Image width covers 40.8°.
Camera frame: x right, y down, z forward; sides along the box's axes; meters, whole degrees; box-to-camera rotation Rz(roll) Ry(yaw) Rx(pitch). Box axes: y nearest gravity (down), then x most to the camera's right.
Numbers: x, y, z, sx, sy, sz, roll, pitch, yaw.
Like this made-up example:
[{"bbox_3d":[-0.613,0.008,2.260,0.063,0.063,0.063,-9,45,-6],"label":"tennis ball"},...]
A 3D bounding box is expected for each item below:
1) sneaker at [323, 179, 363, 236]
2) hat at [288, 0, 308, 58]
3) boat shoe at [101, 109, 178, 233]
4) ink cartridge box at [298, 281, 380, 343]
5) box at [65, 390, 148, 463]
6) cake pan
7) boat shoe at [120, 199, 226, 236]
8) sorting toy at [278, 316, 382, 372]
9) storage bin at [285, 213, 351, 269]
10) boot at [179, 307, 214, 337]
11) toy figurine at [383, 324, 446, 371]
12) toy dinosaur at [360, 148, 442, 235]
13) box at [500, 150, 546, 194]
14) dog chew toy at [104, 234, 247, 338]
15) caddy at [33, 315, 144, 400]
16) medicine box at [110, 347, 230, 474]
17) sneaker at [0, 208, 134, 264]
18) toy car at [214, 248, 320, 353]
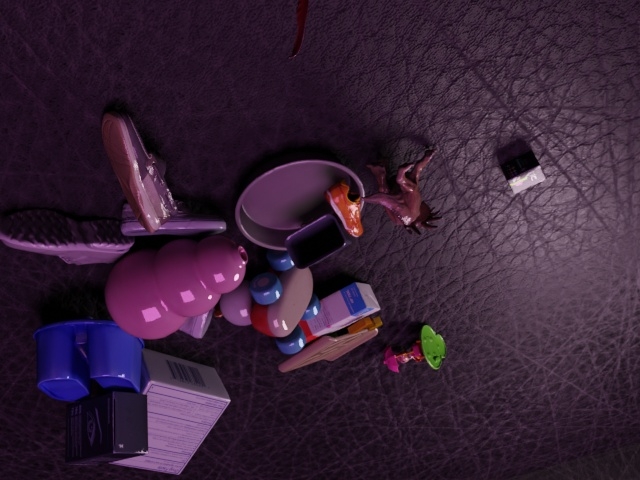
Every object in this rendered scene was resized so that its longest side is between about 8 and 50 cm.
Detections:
[{"bbox_3d":[0.068,-0.066,1.905,0.067,0.064,0.175,-30,143,2],"label":"sneaker"},{"bbox_3d":[0.016,-0.446,1.412,0.173,0.183,0.208,-8,141,-10],"label":"hat"},{"bbox_3d":[-0.357,-0.146,1.730,0.092,0.103,0.285,-34,132,-26],"label":"boat shoe"},{"bbox_3d":[0.025,0.193,2.239,0.231,0.078,0.134,-28,166,15],"label":"ink cartridge box"},{"bbox_3d":[-0.534,0.471,2.147,0.207,0.153,0.108,-19,156,36],"label":"box"},{"bbox_3d":[-0.049,-0.091,1.926,0.293,0.054,0.293,-9,141,-7],"label":"cake pan"},{"bbox_3d":[-0.317,-0.053,1.863,0.226,0.075,0.083,0,167,-19],"label":"boat shoe"},{"bbox_3d":[0.052,0.269,2.346,0.307,0.041,0.229,-36,160,34],"label":"sorting toy"},{"bbox_3d":[0.000,0.000,1.948,0.135,0.098,0.091,-30,167,16],"label":"storage bin"},{"bbox_3d":[-0.302,0.106,2.052,0.123,0.095,0.258,23,110,4],"label":"boot"},{"bbox_3d":[0.264,0.329,2.521,0.159,0.130,0.173,-20,168,27],"label":"toy figurine"},{"bbox_3d":[0.184,-0.082,1.885,0.127,0.296,0.200,-2,105,22],"label":"toy dinosaur"},{"bbox_3d":[0.475,-0.159,2.019,0.083,0.052,0.062,-27,139,13],"label":"box"},{"bbox_3d":[-0.311,0.090,1.913,0.332,0.206,0.206,-22,141,18],"label":"dog chew toy"},{"bbox_3d":[-0.559,0.276,2.094,0.241,0.179,0.341,-2,159,-4],"label":"caddy"},{"bbox_3d":[-0.441,0.468,2.334,0.263,0.149,0.289,23,109,-38],"label":"medicine box"},{"bbox_3d":[-0.547,0.013,1.846,0.281,0.105,0.115,9,135,-28],"label":"sneaker"},{"bbox_3d":[-0.156,0.136,2.105,0.238,0.210,0.219,1,135,26],"label":"toy car"}]
